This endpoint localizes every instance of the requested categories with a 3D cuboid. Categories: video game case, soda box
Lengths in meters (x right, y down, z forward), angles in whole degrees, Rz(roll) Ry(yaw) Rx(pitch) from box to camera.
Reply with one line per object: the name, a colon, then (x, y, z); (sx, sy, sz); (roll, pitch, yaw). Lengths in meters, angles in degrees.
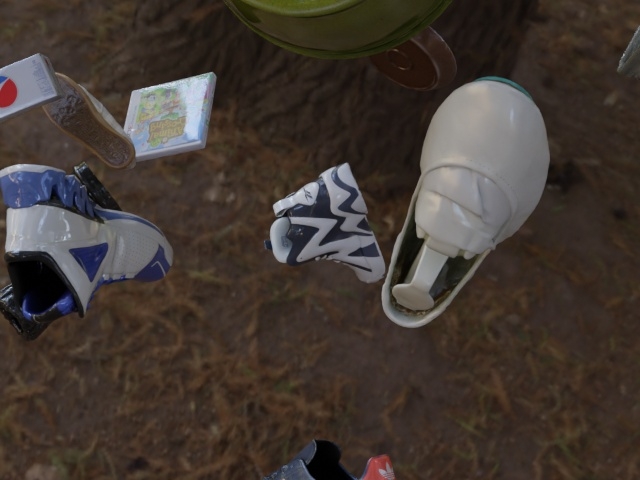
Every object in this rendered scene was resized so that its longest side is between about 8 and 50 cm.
video game case: (-0.332, -0.264, 2.231); (0.212, 0.023, 0.193); (-9, 57, 23)
soda box: (-0.500, -0.206, 1.544); (0.216, 0.069, 0.074); (-22, 7, -3)

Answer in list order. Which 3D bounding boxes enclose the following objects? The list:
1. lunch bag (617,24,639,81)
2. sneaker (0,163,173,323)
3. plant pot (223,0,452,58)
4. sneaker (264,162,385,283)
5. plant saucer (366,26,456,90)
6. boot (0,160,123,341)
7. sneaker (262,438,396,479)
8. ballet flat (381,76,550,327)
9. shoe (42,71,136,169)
lunch bag: (0.416, -0.209, 0.810); (0.235, 0.169, 0.287); (31, 71, -1)
sneaker: (-0.337, 0.035, 1.411); (0.127, 0.315, 0.182); (-4, 70, 24)
plant pot: (-0.002, -0.371, 1.127); (0.366, 0.366, 0.353); (22, 16, 2)
sneaker: (0.000, 0.000, 1.485); (0.153, 0.235, 0.094); (-20, 57, 1)
plant saucer: (0.124, -0.280, 1.552); (0.168, 0.168, 0.029); (29, 70, 10)
boot: (-0.477, 0.032, 1.863); (0.260, 0.348, 0.131); (-35, 65, -22)
sneaker: (-0.041, 0.360, 1.488); (0.350, 0.148, 0.131); (-5, -8, 27)
ballet flat: (0.145, -0.012, 1.133); (0.139, 0.400, 0.139); (4, 61, -7)
shoe: (-0.391, -0.197, 1.738); (0.219, 0.076, 0.058); (46, 7, 8)
